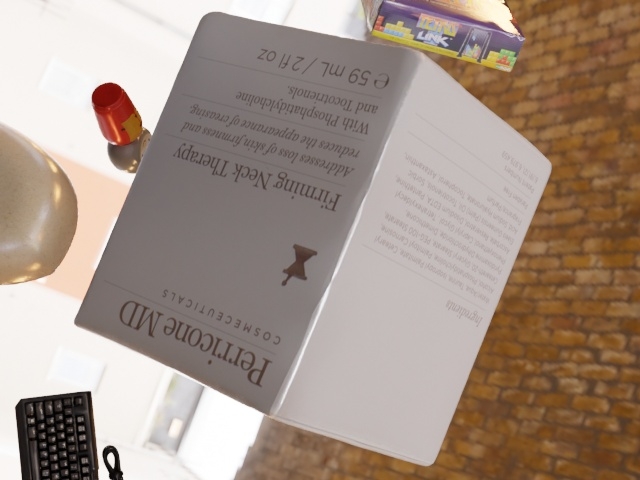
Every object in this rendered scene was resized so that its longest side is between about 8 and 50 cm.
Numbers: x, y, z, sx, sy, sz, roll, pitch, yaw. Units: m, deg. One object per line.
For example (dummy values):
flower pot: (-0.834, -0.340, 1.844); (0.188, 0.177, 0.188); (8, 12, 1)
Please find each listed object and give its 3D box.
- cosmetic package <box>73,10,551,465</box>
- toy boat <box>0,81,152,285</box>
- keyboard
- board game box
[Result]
cosmetic package: (0.000, 0.000, 1.350); (0.329, 0.327, 0.393); (18, -96, 39)
toy boat: (-0.356, -0.072, 1.506); (0.318, 0.148, 0.267); (-35, -120, -13)
keyboard: (-0.249, 0.245, 1.200); (0.023, 0.108, 0.180); (154, -70, -74)
board game box: (0.132, -0.261, 1.329); (0.141, 0.170, 0.048); (-101, -153, -54)
